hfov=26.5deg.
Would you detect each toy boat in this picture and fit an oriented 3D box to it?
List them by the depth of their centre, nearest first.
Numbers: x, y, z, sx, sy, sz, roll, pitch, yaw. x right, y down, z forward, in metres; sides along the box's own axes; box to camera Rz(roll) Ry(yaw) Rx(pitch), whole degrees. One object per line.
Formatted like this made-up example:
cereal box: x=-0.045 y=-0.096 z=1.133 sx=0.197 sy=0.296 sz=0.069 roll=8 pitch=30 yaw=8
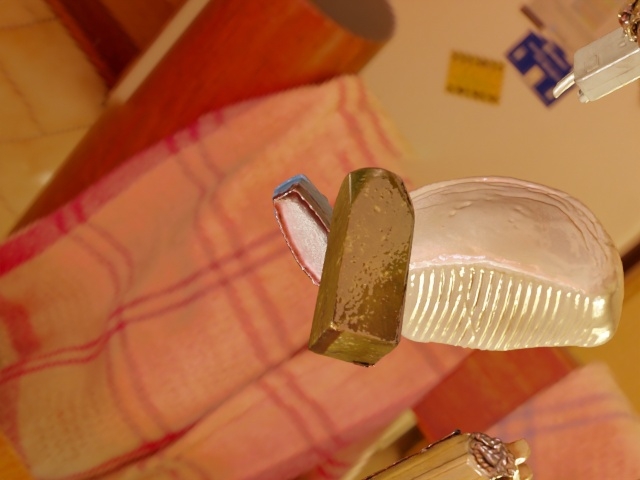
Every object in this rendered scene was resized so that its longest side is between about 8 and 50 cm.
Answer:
toy boat: x=0.061 y=0.217 z=1.020 sx=0.088 sy=0.226 sz=0.068 roll=60 pitch=-6 yaw=34
toy boat: x=0.000 y=0.000 z=2.192 sx=0.223 sy=0.100 sz=0.097 roll=60 pitch=23 yaw=-2

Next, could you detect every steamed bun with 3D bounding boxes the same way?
steamed bun: x=0.276 y=0.020 z=2.101 sx=0.247 sy=0.383 sz=0.236 roll=71 pitch=26 yaw=-54

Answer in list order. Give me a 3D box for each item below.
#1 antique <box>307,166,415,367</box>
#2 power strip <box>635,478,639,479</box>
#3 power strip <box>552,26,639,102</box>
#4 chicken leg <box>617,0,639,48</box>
antique: x=0.050 y=0.021 z=1.513 sx=0.081 sy=0.080 sz=0.221 roll=17 pitch=62 yaw=-15
power strip: x=0.376 y=0.308 z=1.569 sx=0.044 sy=0.305 sz=0.064 roll=-110 pitch=173 yaw=-51
power strip: x=0.476 y=-0.288 z=2.069 sx=0.053 sy=0.288 sz=0.093 roll=47 pitch=31 yaw=-28
chicken leg: x=0.377 y=-0.282 z=1.517 sx=0.125 sy=0.080 sz=0.196 roll=-68 pitch=150 yaw=-42
